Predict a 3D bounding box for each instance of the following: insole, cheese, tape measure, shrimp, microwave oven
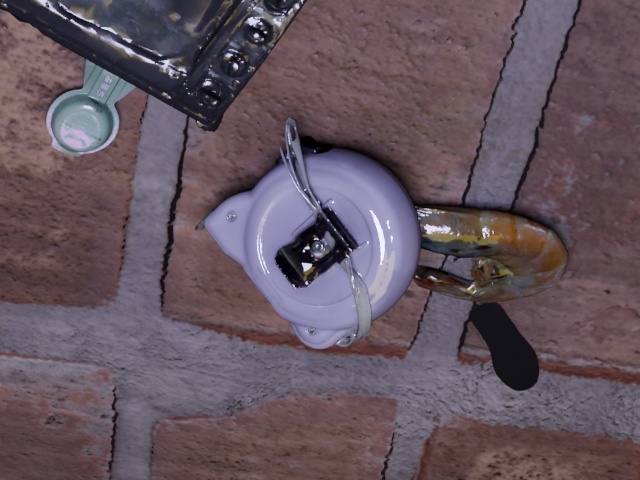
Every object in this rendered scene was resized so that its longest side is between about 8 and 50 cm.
[{"bbox_3d":[0.210,0.121,1.316,0.053,0.002,0.152,-24,126,17],"label":"insole"},{"bbox_3d":[-0.216,-0.123,1.091,0.067,0.026,0.120,25,123,-21],"label":"cheese"},{"bbox_3d":[0.001,-0.004,1.110,0.196,0.105,0.178,46,110,9],"label":"tape measure"},{"bbox_3d":[0.131,0.014,1.199,0.251,0.052,0.143,16,139,-6],"label":"shrimp"},{"bbox_3d":[-0.139,-0.232,0.904,0.247,0.188,0.178,27,123,-22],"label":"microwave oven"}]
